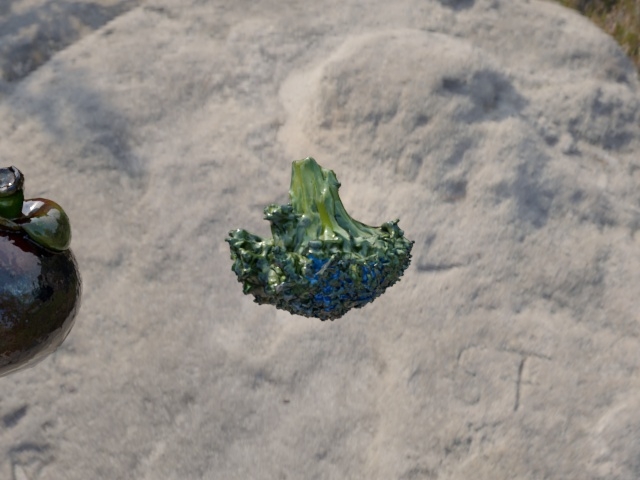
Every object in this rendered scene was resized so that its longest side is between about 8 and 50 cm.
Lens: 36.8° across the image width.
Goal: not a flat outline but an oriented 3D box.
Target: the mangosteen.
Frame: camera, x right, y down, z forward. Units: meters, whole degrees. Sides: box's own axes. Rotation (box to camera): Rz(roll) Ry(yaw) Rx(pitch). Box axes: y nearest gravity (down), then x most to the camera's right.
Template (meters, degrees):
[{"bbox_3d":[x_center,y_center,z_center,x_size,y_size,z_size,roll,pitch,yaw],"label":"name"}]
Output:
[{"bbox_3d":[-0.347,0.032,0.946,0.216,0.216,0.216,1,59,-2],"label":"mangosteen"}]

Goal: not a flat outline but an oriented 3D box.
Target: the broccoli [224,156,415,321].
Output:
[{"bbox_3d":[0.000,0.000,0.946,0.167,0.154,0.160,-7,78,30],"label":"broccoli"}]
